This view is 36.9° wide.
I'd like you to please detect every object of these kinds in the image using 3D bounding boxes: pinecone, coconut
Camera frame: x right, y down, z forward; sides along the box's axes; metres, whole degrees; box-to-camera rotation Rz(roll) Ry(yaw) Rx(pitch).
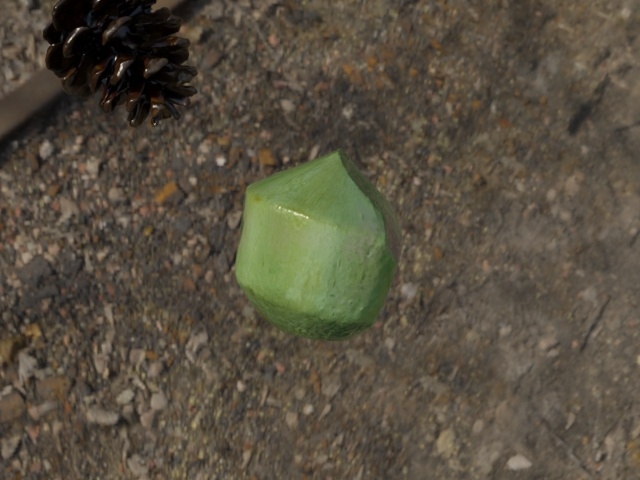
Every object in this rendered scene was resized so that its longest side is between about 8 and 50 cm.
[{"bbox_3d":[-0.340,-0.326,1.644,0.309,0.244,0.244,42,60,16],"label":"pinecone"},{"bbox_3d":[0.000,0.000,1.648,0.281,0.328,0.328,7,54,-22],"label":"coconut"}]
